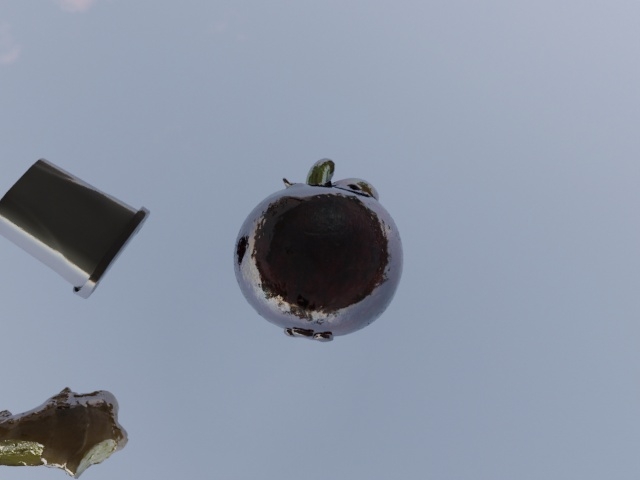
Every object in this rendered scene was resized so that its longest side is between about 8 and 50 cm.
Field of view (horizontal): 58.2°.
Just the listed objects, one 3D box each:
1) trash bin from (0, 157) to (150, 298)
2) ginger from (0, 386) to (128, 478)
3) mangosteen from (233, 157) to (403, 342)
[{"bbox_3d":[-0.545,-0.030,1.256,0.250,0.219,0.220,34,-123,-10],"label":"trash bin"},{"bbox_3d":[-0.426,0.265,0.822,0.294,0.086,0.131,7,-129,-5],"label":"ginger"},{"bbox_3d":[0.000,0.000,1.039,0.305,0.306,0.360,5,-100,2],"label":"mangosteen"}]
